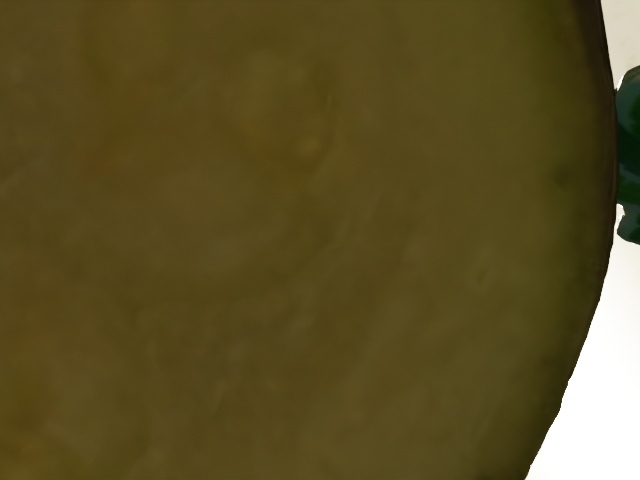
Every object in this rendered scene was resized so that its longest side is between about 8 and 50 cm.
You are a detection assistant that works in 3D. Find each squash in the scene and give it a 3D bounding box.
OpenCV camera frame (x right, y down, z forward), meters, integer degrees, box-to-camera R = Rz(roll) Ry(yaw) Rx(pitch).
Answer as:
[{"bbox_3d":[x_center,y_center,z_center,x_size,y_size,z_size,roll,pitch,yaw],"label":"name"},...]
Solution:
[{"bbox_3d":[-0.066,-0.009,0.404,0.252,0.049,0.252,0,-89,7],"label":"squash"}]

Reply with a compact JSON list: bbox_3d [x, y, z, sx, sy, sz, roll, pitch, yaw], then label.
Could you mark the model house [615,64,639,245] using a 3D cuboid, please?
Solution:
[{"bbox_3d":[0.265,0.045,0.840,0.357,0.242,0.313,21,-35,-10],"label":"model house"}]
